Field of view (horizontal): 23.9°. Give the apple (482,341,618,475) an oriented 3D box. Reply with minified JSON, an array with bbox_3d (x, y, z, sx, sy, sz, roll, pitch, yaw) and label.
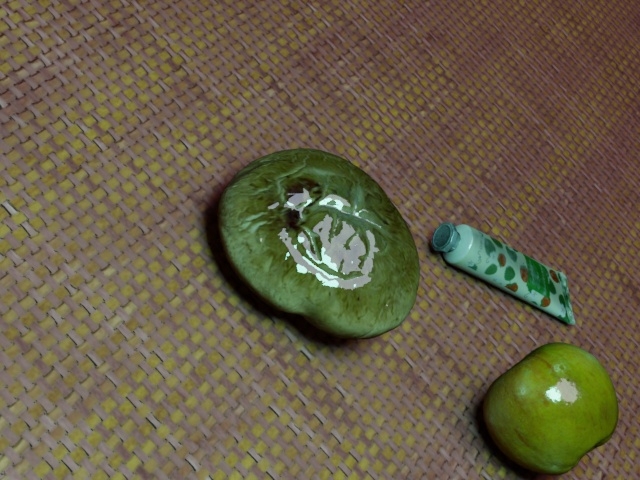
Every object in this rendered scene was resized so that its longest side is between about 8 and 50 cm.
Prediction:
[{"bbox_3d":[0.303,0.220,1.962,0.155,0.182,0.182,55,38,6],"label":"apple"}]

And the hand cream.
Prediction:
[{"bbox_3d":[0.273,0.042,2.188,0.276,0.059,0.095,25,45,-35],"label":"hand cream"}]

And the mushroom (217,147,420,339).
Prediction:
[{"bbox_3d":[0.000,0.000,1.876,0.278,0.146,0.278,20,47,-23],"label":"mushroom"}]
